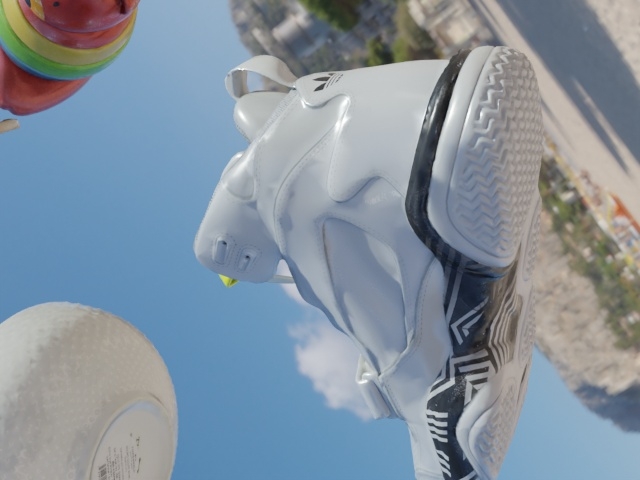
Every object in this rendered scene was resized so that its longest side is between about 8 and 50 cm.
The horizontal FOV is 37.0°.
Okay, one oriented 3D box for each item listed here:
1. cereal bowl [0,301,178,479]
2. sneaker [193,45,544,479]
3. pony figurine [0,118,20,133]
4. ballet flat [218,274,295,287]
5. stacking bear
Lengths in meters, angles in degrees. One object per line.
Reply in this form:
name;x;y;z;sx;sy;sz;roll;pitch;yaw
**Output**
cereal bowl;-0.268;0.245;1.090;0.339;0.141;0.339;-24;-63;-60
sneaker;0.039;0.035;0.677;0.137;0.210;0.366;-52;-35;-51
pony figurine;-0.357;-0.092;0.387;0.351;0.363;0.303;66;167;-17
ballet flat;0.000;0.000;0.970;0.077;0.231;0.077;61;-163;-75
stacking bear;-0.266;-0.251;1.000;0.289;0.164;0.175;-5;108;64
